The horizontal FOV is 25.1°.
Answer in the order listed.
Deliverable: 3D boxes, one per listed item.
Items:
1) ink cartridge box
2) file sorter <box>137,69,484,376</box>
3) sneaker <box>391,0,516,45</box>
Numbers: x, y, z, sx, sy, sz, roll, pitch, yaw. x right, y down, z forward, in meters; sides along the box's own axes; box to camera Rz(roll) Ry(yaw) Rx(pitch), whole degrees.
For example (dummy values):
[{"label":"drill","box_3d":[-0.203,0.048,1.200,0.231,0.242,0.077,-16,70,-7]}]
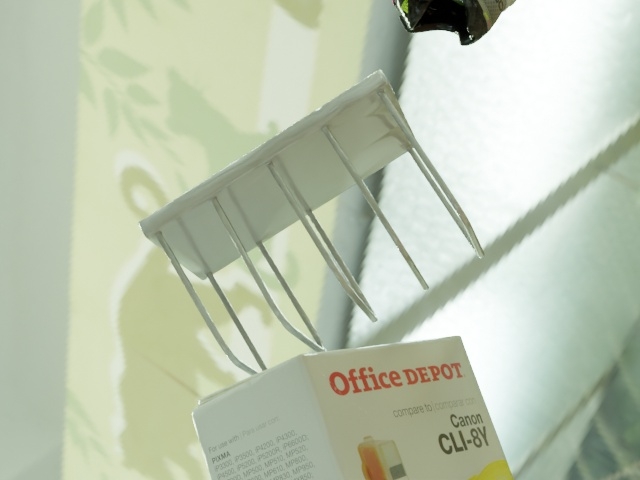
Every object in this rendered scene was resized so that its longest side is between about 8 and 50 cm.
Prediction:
[{"label":"ink cartridge box","box_3d":[0.070,0.297,1.375,0.160,0.384,0.279,-30,-18,35]},{"label":"file sorter","box_3d":[0.000,0.000,1.443,0.278,0.173,0.193,-32,-19,3]},{"label":"sneaker","box_3d":[0.072,-0.210,1.158,0.063,0.170,0.074,116,180,-63]}]
